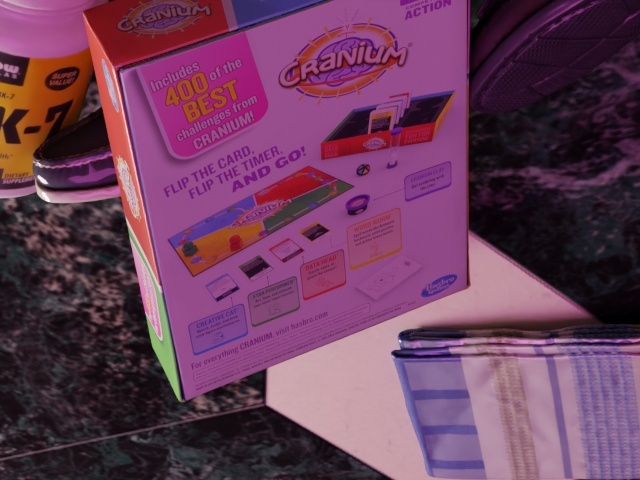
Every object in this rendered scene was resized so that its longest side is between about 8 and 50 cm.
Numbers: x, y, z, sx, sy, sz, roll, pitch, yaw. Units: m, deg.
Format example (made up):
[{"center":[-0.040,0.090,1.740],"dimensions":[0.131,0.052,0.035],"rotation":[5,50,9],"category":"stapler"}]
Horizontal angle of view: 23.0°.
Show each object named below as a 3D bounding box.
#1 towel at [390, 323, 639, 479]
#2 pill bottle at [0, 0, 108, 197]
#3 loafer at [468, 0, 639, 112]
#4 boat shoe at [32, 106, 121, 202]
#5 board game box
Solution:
[{"center":[0.217,0.144,1.386],"dimensions":[0.285,0.034,0.209],"rotation":[-3,137,14],"category":"towel"},{"center":[-0.215,-0.138,1.101],"dimensions":[0.119,0.119,0.208],"rotation":[17,135,-9],"category":"pill bottle"},{"center":[0.189,-0.198,1.020],"dimensions":[0.109,0.095,0.302],"rotation":[-3,151,-39],"category":"loafer"},{"center":[-0.088,-0.103,1.093],"dimensions":[0.254,0.095,0.079],"rotation":[-21,127,-2],"category":"boat shoe"},{"center":[-0.015,-0.051,1.074],"dimensions":[0.242,0.064,0.317],"rotation":[-20,138,-15],"category":"board game box"}]
